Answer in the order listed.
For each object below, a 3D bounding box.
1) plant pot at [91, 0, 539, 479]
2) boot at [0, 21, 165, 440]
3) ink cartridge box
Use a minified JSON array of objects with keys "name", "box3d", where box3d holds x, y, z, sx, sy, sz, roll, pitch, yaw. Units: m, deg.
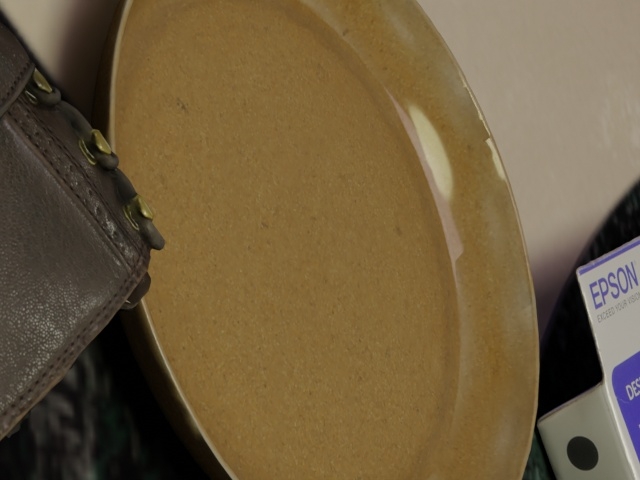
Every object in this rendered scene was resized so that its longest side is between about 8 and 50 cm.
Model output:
[{"name":"plant pot","box3d":[0.000,0.000,0.599,0.236,0.032,0.236,28,54,-47]},{"name":"boot","box3d":[-0.112,-0.074,0.431,0.229,0.091,0.263,54,48,-25]},{"name":"ink cartridge box","box3d":[0.169,0.093,0.786,0.206,0.045,0.208,-19,92,-56]}]
